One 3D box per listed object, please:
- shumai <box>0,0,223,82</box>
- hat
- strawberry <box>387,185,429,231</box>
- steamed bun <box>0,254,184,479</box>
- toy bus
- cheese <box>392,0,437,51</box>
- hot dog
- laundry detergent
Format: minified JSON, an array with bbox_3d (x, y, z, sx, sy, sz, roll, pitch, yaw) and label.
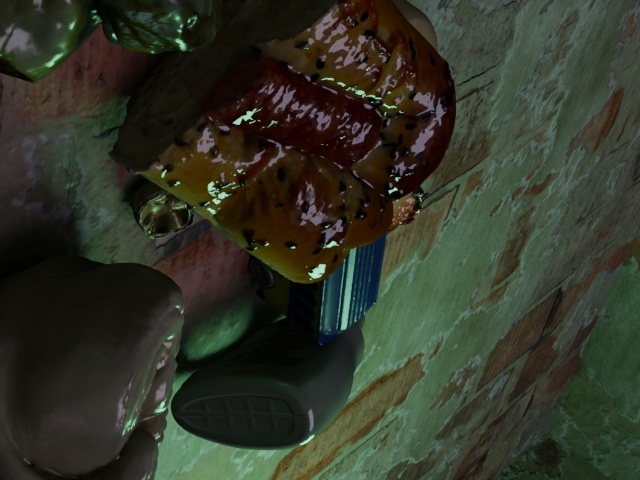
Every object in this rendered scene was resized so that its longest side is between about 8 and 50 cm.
[{"bbox_3d":[-0.241,-0.283,1.075,0.263,0.304,0.309,-17,154,4],"label":"shumai"},{"bbox_3d":[-0.205,-0.048,1.525,0.076,0.059,0.077,-29,144,-12],"label":"hat"},{"bbox_3d":[0.067,-0.062,1.953,0.208,0.087,0.167,-33,142,3],"label":"strawberry"},{"bbox_3d":[-0.306,0.177,1.393,0.368,0.255,0.342,134,-36,-66],"label":"steamed bun"},{"bbox_3d":[0.000,0.000,1.793,0.138,0.175,0.288,-35,149,-31],"label":"toy bus"},{"bbox_3d":[0.064,-0.234,1.672,0.218,0.117,0.235,-29,142,-37],"label":"cheese"},{"bbox_3d":[-0.007,-0.133,1.468,0.367,0.196,0.365,-47,136,1],"label":"hot dog"},{"bbox_3d":[-0.045,0.196,1.944,0.398,0.264,0.125,-40,121,-59],"label":"laundry detergent"}]
